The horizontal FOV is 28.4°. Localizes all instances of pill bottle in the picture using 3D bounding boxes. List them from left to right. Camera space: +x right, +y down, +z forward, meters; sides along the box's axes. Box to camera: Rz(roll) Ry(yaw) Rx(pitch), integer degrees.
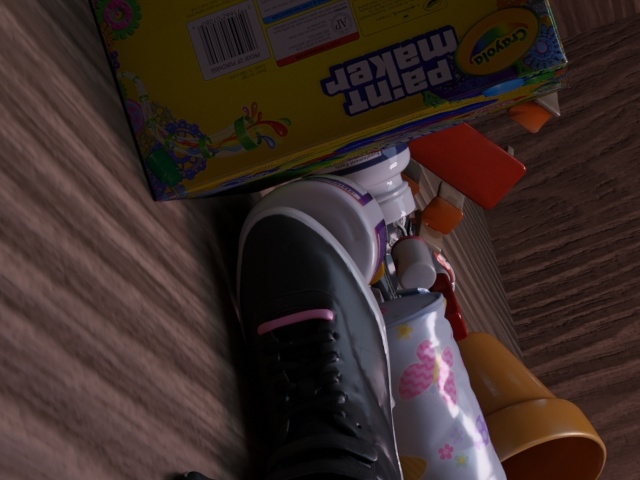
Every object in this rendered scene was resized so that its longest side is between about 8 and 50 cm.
[{"bbox_3d":[0.000,0.000,1.049,0.193,0.108,0.108,-35,107,-81],"label":"pill bottle"},{"bbox_3d":[0.034,-0.109,1.365,0.112,0.112,0.186,-64,135,-73],"label":"pill bottle"}]

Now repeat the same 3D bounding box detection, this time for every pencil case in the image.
[{"bbox_3d":[0.112,0.187,1.251,0.124,0.113,0.273,-27,100,-33],"label":"pencil case"}]

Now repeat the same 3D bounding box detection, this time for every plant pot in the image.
[{"bbox_3d":[0.190,0.215,1.450,0.188,0.205,0.205,61,2,39],"label":"plant pot"}]

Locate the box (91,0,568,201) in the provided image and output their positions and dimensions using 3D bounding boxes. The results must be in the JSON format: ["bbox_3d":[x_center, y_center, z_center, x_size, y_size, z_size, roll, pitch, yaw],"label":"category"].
[{"bbox_3d":[0.023,-0.158,0.955,0.279,0.290,0.177,-19,91,-77],"label":"box"}]

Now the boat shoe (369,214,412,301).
[{"bbox_3d":[0.069,-0.010,1.467,0.084,0.079,0.233,14,60,-78],"label":"boat shoe"}]

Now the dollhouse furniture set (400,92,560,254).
[{"bbox_3d":[0.145,-0.137,1.650,0.259,0.262,0.135,33,26,-12],"label":"dollhouse furniture set"}]

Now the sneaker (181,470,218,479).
[{"bbox_3d":[-0.056,0.154,0.754,0.083,0.035,0.031,52,22,-58],"label":"sneaker"}]

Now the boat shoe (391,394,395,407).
[{"bbox_3d":[0.015,0.109,1.066,0.219,0.078,0.070,-69,141,-84],"label":"boat shoe"}]

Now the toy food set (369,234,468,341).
[{"bbox_3d":[0.090,0.069,1.367,0.104,0.111,0.232,-101,168,-56],"label":"toy food set"}]

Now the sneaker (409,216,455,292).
[{"bbox_3d":[0.146,0.041,1.836,0.065,0.061,0.158,-60,137,-37],"label":"sneaker"}]

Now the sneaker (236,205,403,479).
[{"bbox_3d":[0.000,0.118,0.884,0.147,0.105,0.295,-10,87,-83],"label":"sneaker"}]
